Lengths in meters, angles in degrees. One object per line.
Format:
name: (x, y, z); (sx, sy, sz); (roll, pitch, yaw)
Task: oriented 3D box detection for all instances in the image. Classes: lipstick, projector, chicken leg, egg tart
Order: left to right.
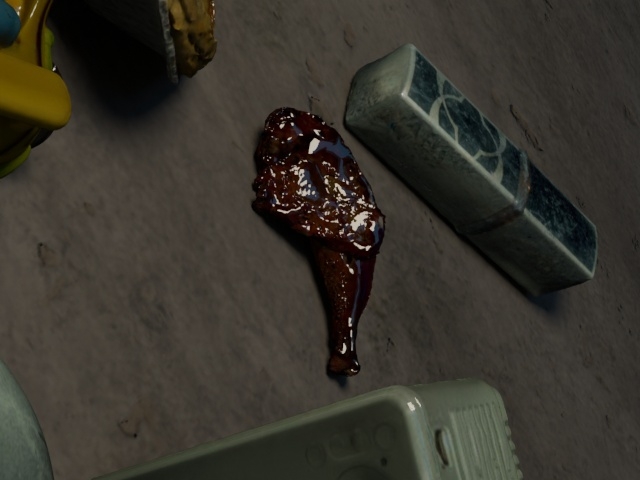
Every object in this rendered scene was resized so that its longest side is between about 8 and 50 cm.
egg tart: (-0.117, -0.216, 0.818); (0.234, 0.094, 0.234); (174, -90, -88)
projector: (-0.001, 0.192, 0.655); (0.099, 0.256, 0.192); (3, 70, -49)
chicken leg: (0.005, -0.004, 0.943); (0.093, 0.053, 0.205); (-26, 86, -31)
lipstick: (0.138, -0.057, 1.114); (0.289, 0.076, 0.077); (38, 47, -30)

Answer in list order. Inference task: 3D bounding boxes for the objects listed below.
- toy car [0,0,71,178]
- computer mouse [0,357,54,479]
toy car: (-0.206, -0.150, 0.671); (0.200, 0.142, 0.248); (14, 63, -48)
computer mouse: (-0.232, 0.061, 0.542); (0.379, 0.090, 0.167); (48, 40, -37)
